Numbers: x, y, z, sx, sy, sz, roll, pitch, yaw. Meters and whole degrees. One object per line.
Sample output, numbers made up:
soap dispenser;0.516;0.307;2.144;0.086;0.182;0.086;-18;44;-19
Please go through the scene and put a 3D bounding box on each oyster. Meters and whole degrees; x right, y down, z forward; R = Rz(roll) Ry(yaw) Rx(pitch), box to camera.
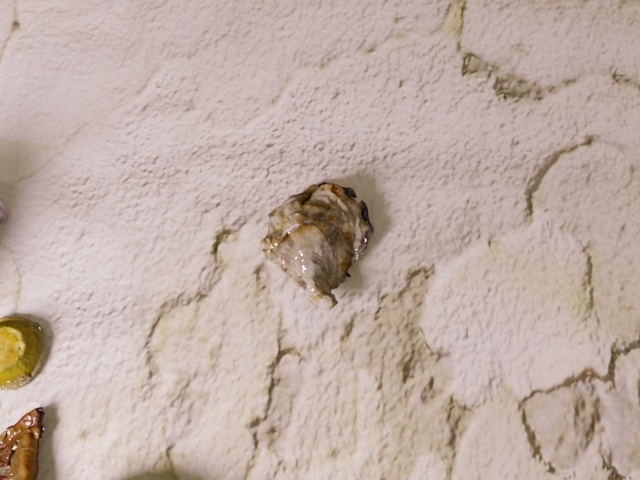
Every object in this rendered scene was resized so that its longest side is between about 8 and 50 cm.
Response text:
oyster;0.000;0.000;1.112;0.163;0.081;0.191;-16;72;-11

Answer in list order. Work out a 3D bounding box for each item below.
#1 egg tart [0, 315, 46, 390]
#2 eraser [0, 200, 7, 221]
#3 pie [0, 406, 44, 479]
egg tart;-0.411;0.145;1.073;0.105;0.039;0.105;1;68;-1
eraser;-0.502;-0.034;1.155;0.105;0.026;0.065;-34;69;-13
pie;-0.387;0.301;1.007;0.088;0.033;0.191;-9;55;9
